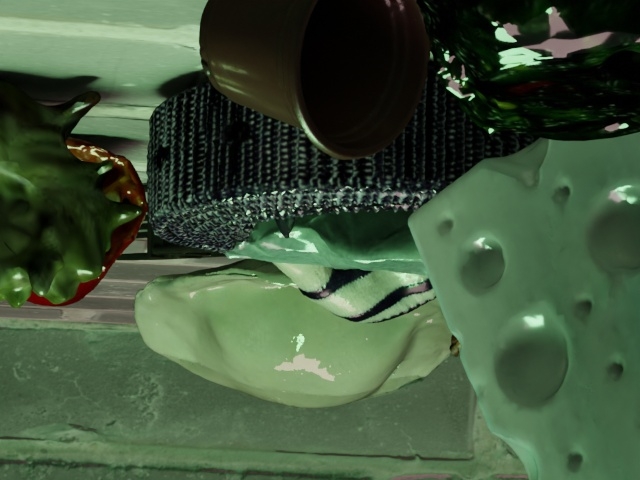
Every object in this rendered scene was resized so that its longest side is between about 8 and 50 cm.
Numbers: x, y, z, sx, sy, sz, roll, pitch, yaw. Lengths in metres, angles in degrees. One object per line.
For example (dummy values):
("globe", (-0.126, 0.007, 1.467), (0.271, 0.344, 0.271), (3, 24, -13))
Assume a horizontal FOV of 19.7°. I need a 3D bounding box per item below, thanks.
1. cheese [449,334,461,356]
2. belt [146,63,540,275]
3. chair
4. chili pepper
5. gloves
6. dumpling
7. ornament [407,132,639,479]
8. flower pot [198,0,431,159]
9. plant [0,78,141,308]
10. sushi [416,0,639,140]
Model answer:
("cheese", (0.195, 0.003, 1.481), (0.129, 0.217, 0.329), (46, 157, -3))
("belt", (0.038, -0.043, 1.300), (0.325, 0.122, 0.260), (-1, 167, 5))
("chair", (-0.141, -0.022, 1.664), (0.212, 0.084, 0.101), (-2, 175, 31))
("chili pepper", (-0.250, -0.006, 1.631), (0.134, 0.131, 0.338), (14, 172, -15))
("gloves", (0.032, -0.015, 1.598), (0.140, 0.131, 0.218), (1, 142, 26))
("dumpling", (-0.025, 0.079, 2.028), (0.341, 0.181, 0.260), (27, 154, 8))
("ornament", (0.244, 0.038, 1.104), (0.240, 0.240, 0.239), (9, 142, -46))
("flower pot", (-0.010, -0.102, 0.973), (0.089, 0.111, 0.111), (12, 180, 39))
("plant", (-0.260, -0.034, 1.383), (0.251, 0.180, 0.333), (-1, -176, -5))
("sushi", (0.106, -0.108, 0.767), (0.124, 0.127, 0.225), (0, 174, 12))
